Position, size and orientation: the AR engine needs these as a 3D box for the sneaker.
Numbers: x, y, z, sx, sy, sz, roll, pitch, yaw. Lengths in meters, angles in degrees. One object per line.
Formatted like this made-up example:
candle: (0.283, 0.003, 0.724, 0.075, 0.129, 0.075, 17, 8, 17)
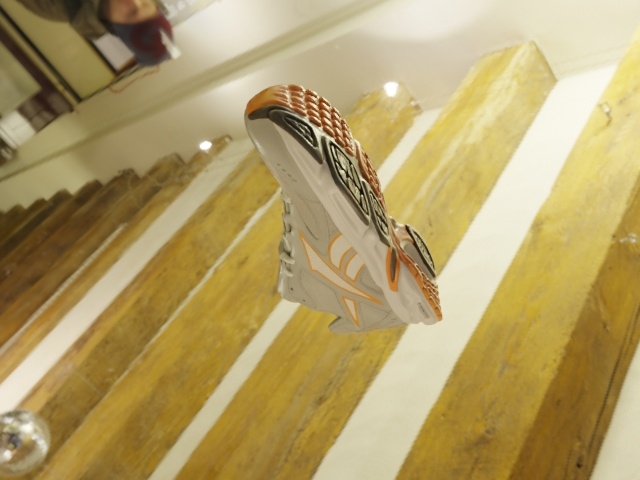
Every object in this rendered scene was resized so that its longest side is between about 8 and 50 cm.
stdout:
sneaker: (0.000, 0.000, 0.532, 0.121, 0.262, 0.099, -22, -140, 19)
